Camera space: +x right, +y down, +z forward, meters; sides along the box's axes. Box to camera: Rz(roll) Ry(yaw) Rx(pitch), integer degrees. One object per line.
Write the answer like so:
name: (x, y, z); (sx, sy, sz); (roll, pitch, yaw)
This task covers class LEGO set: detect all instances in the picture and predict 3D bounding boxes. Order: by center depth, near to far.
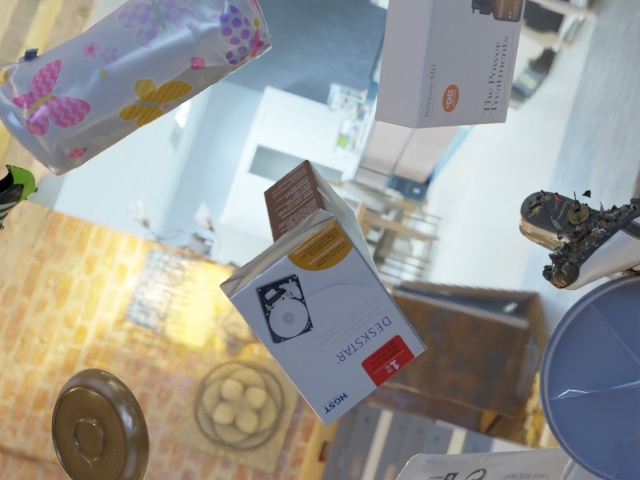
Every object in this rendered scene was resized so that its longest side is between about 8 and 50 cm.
LEGO set: (0.229, -0.023, 0.791); (0.054, 0.023, 0.083); (-42, 35, 2)

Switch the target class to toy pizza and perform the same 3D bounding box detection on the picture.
toy pizza: (0.296, 0.124, 0.778); (0.032, 0.201, 0.201); (-69, -3, -81)

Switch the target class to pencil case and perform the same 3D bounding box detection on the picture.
pencil case: (-0.182, -0.175, 0.846); (0.124, 0.273, 0.113); (62, -177, 27)

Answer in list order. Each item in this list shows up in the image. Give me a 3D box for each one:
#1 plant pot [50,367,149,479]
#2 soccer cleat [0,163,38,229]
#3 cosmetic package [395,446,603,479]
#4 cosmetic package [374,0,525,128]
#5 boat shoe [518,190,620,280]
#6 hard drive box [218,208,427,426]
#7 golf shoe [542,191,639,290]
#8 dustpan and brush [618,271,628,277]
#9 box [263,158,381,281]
plant pot: (-0.395, 0.342, 1.515); (0.032, 0.236, 0.236); (-8, -59, -58)
soccer cleat: (-0.553, -0.054, 1.458); (0.179, 0.060, 0.072); (-50, -37, 4)
cosmetic package: (0.249, 0.517, 1.091); (0.327, 0.394, 0.329); (-48, 15, -34)
cosmetic package: (0.229, -0.381, 1.435); (0.284, 0.097, 0.377); (-11, -67, -45)
boat shoe: (0.536, 0.009, 1.680); (0.118, 0.320, 0.103); (-58, -21, -23)
hard drive box: (0.004, 0.104, 1.191); (0.181, 0.232, 0.089); (-38, 17, -6)
golf shoe: (0.261, 0.004, 0.661); (0.198, 0.094, 0.077); (-27, -3, -21)
dustpan and brush: (0.391, 0.118, 1.096); (0.211, 0.060, 0.147); (33, -111, -72)
box: (0.000, 0.000, 1.823); (0.143, 0.191, 0.381); (-36, 28, 12)
